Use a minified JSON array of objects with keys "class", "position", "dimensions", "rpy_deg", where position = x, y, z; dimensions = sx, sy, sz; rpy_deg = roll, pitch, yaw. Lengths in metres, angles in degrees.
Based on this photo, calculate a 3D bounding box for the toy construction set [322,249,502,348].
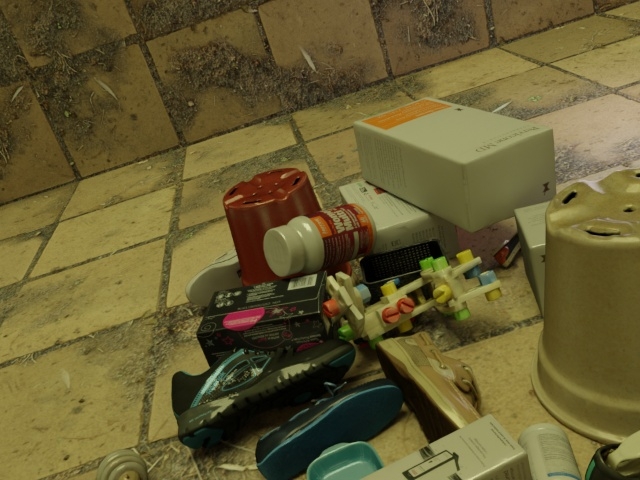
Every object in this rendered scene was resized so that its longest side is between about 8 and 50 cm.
[{"class":"toy construction set","position":[0.148,0.116,1.220],"dimensions":[0.327,0.151,0.215],"rpy_deg":[-9,-4,-21]}]

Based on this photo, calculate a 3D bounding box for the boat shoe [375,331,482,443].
[{"class":"boat shoe","position":[0.194,0.230,1.039],"dimensions":[0.110,0.122,0.341],"rpy_deg":[-21,24,-10]}]

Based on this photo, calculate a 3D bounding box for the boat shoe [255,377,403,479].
[{"class":"boat shoe","position":[0.006,0.285,1.072],"dimensions":[0.258,0.109,0.089],"rpy_deg":[-21,22,-12]}]

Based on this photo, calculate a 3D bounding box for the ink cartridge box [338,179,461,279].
[{"class":"ink cartridge box","position":[0.215,-0.060,1.598],"dimensions":[0.271,0.130,0.309],"rpy_deg":[-16,26,-3]}]

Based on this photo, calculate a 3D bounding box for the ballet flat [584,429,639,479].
[{"class":"ballet flat","position":[0.471,0.266,0.822],"dimensions":[0.280,0.096,0.095],"rpy_deg":[-17,26,1]}]

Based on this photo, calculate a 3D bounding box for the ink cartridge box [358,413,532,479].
[{"class":"ink cartridge box","position":[0.158,0.334,0.824],"dimensions":[0.203,0.148,0.086],"rpy_deg":[-24,28,-11]}]

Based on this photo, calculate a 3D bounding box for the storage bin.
[{"class":"storage bin","position":[0.182,0.077,1.399],"dimensions":[0.180,0.084,0.122],"rpy_deg":[-16,26,6]}]

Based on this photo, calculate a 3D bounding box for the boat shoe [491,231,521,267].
[{"class":"boat shoe","position":[0.422,0.011,1.429],"dimensions":[0.137,0.049,0.043],"rpy_deg":[-33,72,-35]}]

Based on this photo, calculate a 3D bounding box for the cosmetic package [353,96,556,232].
[{"class":"cosmetic package","position":[0.284,-0.189,1.494],"dimensions":[0.230,0.162,0.453],"rpy_deg":[-22,28,-19]}]

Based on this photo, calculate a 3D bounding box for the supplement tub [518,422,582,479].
[{"class":"supplement tub","position":[0.306,0.305,0.878],"dimensions":[0.070,0.071,0.107],"rpy_deg":[-11,26,13]}]

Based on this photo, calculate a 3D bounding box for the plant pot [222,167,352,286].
[{"class":"plant pot","position":[-0.092,-0.009,1.533],"dimensions":[0.272,0.265,0.272],"rpy_deg":[-15,25,7]}]

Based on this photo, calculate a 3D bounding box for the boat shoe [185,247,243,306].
[{"class":"boat shoe","position":[-0.240,0.078,1.654],"dimensions":[0.088,0.096,0.267],"rpy_deg":[4,31,45]}]

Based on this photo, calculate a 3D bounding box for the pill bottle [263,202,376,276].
[{"class":"pill bottle","position":[0.000,0.000,1.379],"dimensions":[0.221,0.121,0.121],"rpy_deg":[-16,21,-34]}]

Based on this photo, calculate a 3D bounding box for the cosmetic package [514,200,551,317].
[{"class":"cosmetic package","position":[0.463,0.025,1.237],"dimensions":[0.151,0.152,0.184],"rpy_deg":[-12,23,13]}]

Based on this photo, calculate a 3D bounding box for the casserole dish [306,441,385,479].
[{"class":"casserole dish","position":[0.049,0.368,0.955],"dimensions":[0.114,0.037,0.188],"rpy_deg":[-21,26,-8]}]

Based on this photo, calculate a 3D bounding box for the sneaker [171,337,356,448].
[{"class":"sneaker","position":[-0.104,0.234,1.170],"dimensions":[0.340,0.125,0.140],"rpy_deg":[-21,55,-9]}]

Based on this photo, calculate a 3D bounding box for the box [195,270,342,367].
[{"class":"box","position":[-0.093,0.176,1.308],"dimensions":[0.247,0.142,0.163],"rpy_deg":[-11,25,11]}]

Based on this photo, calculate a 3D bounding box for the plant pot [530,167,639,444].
[{"class":"plant pot","position":[0.462,0.074,0.970],"dimensions":[0.333,0.306,0.334],"rpy_deg":[-14,25,7]}]

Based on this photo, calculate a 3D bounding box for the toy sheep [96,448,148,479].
[{"class":"toy sheep","position":[-0.332,0.391,1.098],"dimensions":[0.091,0.091,0.132],"rpy_deg":[-30,23,-25]}]
